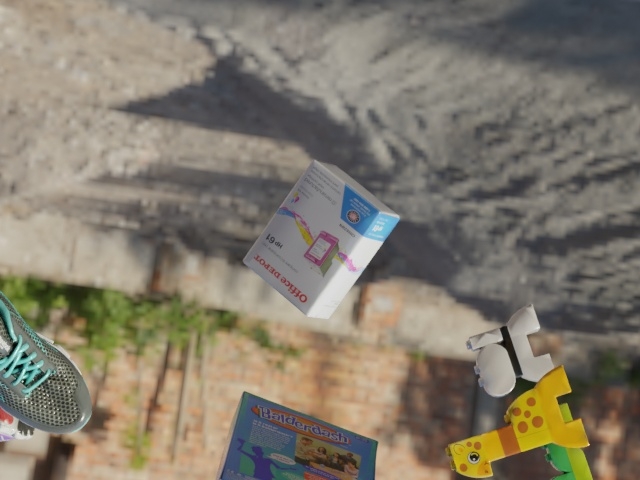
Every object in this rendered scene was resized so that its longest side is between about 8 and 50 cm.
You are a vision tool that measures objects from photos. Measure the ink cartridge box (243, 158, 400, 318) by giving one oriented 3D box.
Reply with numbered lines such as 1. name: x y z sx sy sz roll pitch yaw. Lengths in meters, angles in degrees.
1. ink cartridge box: 0.000 0.000 1.471 0.088 0.122 0.052 39 -167 22

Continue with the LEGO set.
1. LEGO set: 0.140 0.161 1.086 0.093 0.227 0.087 -17 169 0

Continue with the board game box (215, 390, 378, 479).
1. board game box: -0.024 0.242 1.616 0.160 0.047 0.210 21 -161 -2

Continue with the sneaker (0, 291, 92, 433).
1. sneaker: -0.223 0.076 1.093 0.166 0.065 0.076 47 174 -13

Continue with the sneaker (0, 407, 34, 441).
1. sneaker: -0.306 0.148 1.338 0.071 0.068 0.170 -21 154 11
